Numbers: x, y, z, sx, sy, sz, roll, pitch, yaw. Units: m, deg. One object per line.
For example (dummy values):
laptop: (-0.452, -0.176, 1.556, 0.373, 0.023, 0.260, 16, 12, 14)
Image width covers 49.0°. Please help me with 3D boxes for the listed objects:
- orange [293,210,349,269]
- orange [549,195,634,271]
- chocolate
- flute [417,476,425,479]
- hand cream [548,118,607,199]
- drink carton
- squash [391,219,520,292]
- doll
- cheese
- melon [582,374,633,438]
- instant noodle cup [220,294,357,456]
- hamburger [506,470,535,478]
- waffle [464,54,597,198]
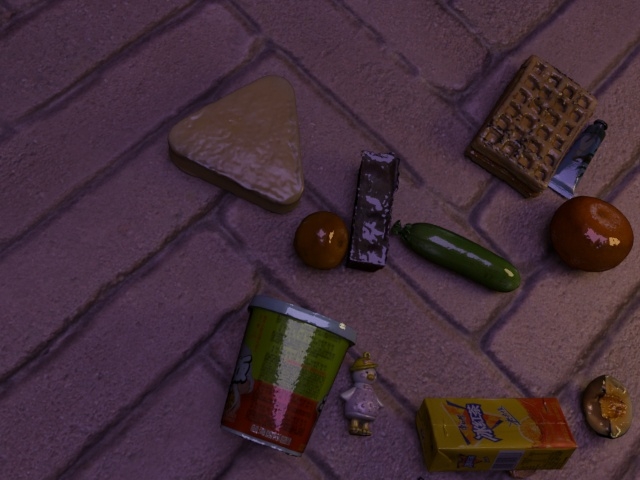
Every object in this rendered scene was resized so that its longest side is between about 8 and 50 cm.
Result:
orange: (0.000, 0.000, 1.802, 0.134, 0.155, 0.155, 5, 65, 32)
orange: (0.739, -0.016, 1.931, 0.223, 0.170, 0.224, 10, 49, -12)
chocolate: (0.135, -0.076, 1.872, 0.111, 0.112, 0.321, 10, 72, -5)
flute: (0.340, 0.670, 1.708, 0.269, 0.014, 0.014, 42, 70, 4)
hand cream: (0.768, -0.246, 2.076, 0.091, 0.058, 0.271, 36, 74, 6)
drink carton: (0.422, 0.471, 1.713, 0.351, 0.111, 0.155, 2, 41, -9)
squash: (0.367, 0.036, 1.883, 0.378, 0.101, 0.101, 26, 69, 1)
doll: (0.105, 0.377, 1.729, 0.129, 0.081, 0.207, 17, 66, -24)
cheese: (-0.177, -0.288, 1.887, 0.383, 0.104, 0.384, 3, 71, -9)
melon: (0.752, 0.439, 1.834, 0.128, 0.079, 0.160, 9, 68, -26)
instant noodle cup: (-0.088, 0.320, 1.630, 0.293, 0.294, 0.308, 20, 76, -3)
hamburger: (0.498, 0.556, 1.759, 0.083, 0.044, 0.076, -7, 75, -11)
waffle: (0.619, -0.329, 2.046, 0.261, 0.114, 0.376, 36, 69, 0)
